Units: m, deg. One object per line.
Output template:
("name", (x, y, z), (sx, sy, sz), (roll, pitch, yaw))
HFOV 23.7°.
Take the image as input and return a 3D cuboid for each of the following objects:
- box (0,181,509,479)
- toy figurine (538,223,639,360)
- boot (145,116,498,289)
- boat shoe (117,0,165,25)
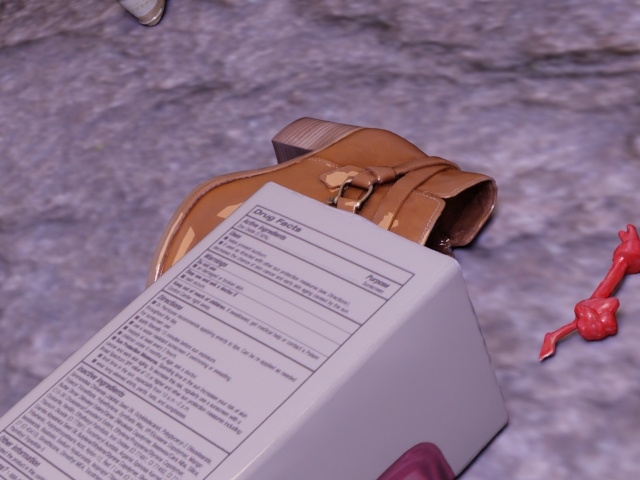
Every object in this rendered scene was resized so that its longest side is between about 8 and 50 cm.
("box", (-0.040, 0.102, 0.776), (0.232, 0.127, 0.148), (-42, 43, -23))
("toy figurine", (0.250, -0.005, 0.692), (0.191, 0.217, 0.362), (-37, 41, -18))
("boot", (0.000, 0.000, 0.922), (0.152, 0.073, 0.197), (20, 57, 36))
("boat shoe", (-0.147, -0.234, 1.288), (0.056, 0.048, 0.153), (-26, 31, 14))
